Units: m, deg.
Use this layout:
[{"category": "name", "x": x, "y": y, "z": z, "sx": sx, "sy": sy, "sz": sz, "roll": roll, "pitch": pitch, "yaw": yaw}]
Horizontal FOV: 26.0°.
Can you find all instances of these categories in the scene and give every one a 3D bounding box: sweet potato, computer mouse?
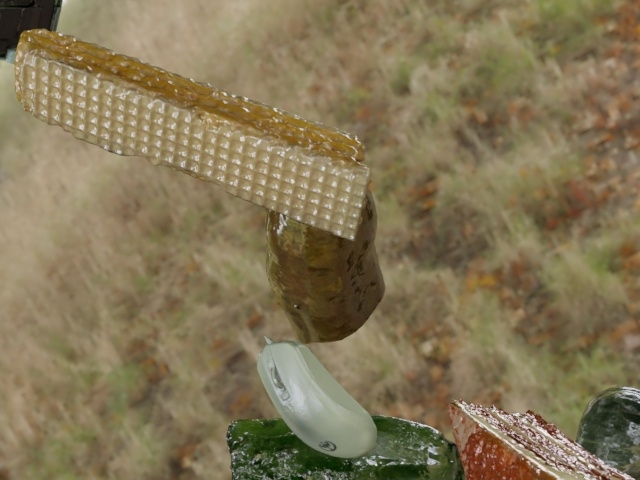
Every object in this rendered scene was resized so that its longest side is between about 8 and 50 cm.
[{"category": "sweet potato", "x": 0.000, "y": 0.000, "z": 1.704, "sx": 0.158, "sy": 0.369, "sz": 0.157, "roll": -4, "pitch": 53, "yaw": 6}, {"category": "computer mouse", "x": -0.014, "y": 0.184, "z": 1.591, "sx": 0.089, "sy": 0.181, "sz": 0.056, "roll": -41, "pitch": -2, "yaw": 41}]

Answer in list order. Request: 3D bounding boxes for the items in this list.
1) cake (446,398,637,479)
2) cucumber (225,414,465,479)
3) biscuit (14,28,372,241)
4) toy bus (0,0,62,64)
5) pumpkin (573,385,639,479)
[{"category": "cake", "x": 0.255, "y": 0.253, "z": 1.547, "sx": 0.159, "sy": 0.158, "sz": 0.262, "roll": -52, "pitch": 39, "yaw": 37}, {"category": "cucumber", "x": 0.034, "y": 0.303, "z": 1.841, "sx": 0.326, "sy": 0.105, "sz": 0.145, "roll": 0, "pitch": 42, "yaw": 2}, {"category": "biscuit", "x": -0.126, "y": -0.110, "z": 1.349, "sx": 0.379, "sy": 0.094, "sz": 0.054, "roll": 20, "pitch": 43, "yaw": 10}, {"category": "toy bus", "x": -0.511, "y": -0.330, "z": 1.946, "sx": 0.165, "sy": 0.133, "sz": 0.271, "roll": 29, "pitch": 22, "yaw": 27}, {"category": "pumpkin", "x": 0.473, "y": 0.332, "z": 2.173, "sx": 0.152, "sy": 0.211, "sz": 0.211, "roll": 22, "pitch": 36, "yaw": 21}]
